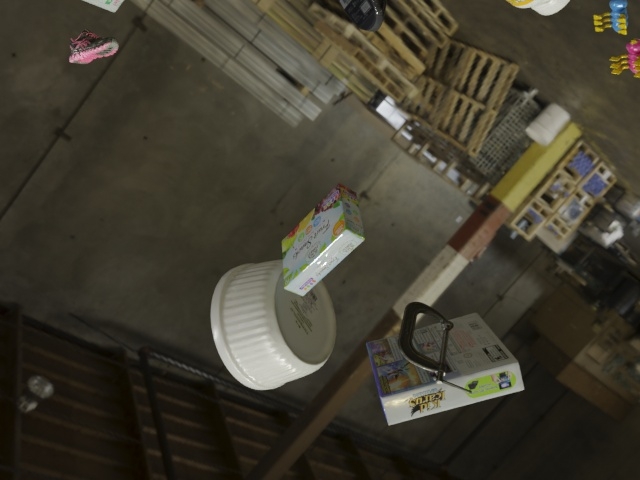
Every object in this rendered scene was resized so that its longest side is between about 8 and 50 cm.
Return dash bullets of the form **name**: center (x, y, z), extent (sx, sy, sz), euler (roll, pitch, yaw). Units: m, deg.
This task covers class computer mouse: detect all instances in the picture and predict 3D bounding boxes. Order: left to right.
- **computer mouse**: center (0.042, -0.455, 0.919), extent (0.262, 0.060, 0.184), euler (54, 164, -2)

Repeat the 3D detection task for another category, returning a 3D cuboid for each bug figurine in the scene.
- **bug figurine**: center (0.769, -0.460, 1.410), extent (0.279, 0.072, 0.216), euler (38, 159, 48)

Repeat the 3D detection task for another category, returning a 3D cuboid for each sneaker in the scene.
- **sneaker**: center (-0.427, -0.369, 1.149), extent (0.119, 0.057, 0.047), euler (-5, -177, 29)

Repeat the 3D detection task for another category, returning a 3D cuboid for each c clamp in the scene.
- **c clamp**: center (0.198, 0.181, 1.074), extent (0.137, 0.022, 0.160), euler (21, -136, -7)

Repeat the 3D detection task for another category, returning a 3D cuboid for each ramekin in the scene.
- **ramekin**: center (-0.065, 0.127, 0.981), extent (0.207, 0.109, 0.207), euler (33, -132, -45)

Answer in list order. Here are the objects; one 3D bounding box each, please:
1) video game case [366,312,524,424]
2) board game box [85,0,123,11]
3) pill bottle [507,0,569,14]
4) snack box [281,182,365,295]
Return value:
- **video game case**: center (0.223, 0.236, 1.178), extent (0.269, 0.245, 0.061), euler (-94, -11, -79)
- **board game box**: center (-0.405, -0.497, 0.933), extent (0.303, 0.224, 0.097), euler (12, -115, -42)
- **pill bottle**: center (0.346, -0.480, 1.071), extent (0.209, 0.117, 0.117), euler (19, -161, -31)
- **snack box**: center (0.000, 0.000, 0.880), extent (0.037, 0.141, 0.100), euler (26, -144, -29)
